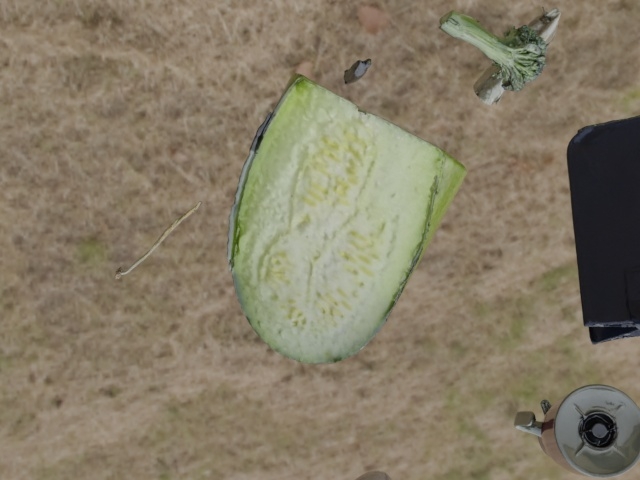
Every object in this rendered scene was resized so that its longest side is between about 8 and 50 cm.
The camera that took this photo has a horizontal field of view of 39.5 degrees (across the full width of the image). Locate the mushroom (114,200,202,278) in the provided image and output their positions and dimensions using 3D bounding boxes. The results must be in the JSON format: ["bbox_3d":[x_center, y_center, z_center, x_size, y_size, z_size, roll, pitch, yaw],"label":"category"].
[{"bbox_3d":[-0.390,0.002,2.148,0.286,0.028,0.026,-39,169,9],"label":"mushroom"}]

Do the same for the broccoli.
[{"bbox_3d":[0.297,-0.342,1.537,0.204,0.122,0.118,22,123,-23],"label":"broccoli"}]

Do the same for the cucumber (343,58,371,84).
[{"bbox_3d":[0.075,-0.352,1.860,0.033,0.034,0.135,-4,-179,-12],"label":"cucumber"}]

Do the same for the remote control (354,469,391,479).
[{"bbox_3d":[0.032,0.530,1.464,0.103,0.221,0.332,25,98,-4],"label":"remote control"}]

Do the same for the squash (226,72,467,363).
[{"bbox_3d":[0.000,0.000,1.053,0.309,0.233,0.210,-60,168,3],"label":"squash"}]

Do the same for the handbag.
[{"bbox_3d":[0.493,-0.017,1.179,0.303,0.329,0.122,-11,149,23],"label":"handbag"}]

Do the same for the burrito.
[{"bbox_3d":[0.373,-0.344,1.677,0.226,0.060,0.087,-49,-174,4],"label":"burrito"}]

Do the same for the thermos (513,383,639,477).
[{"bbox_3d":[0.432,0.328,1.531,0.176,0.146,0.265,18,167,4],"label":"thermos"}]
